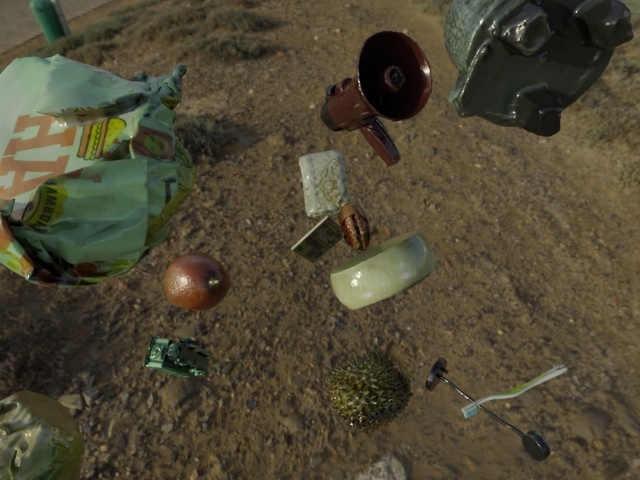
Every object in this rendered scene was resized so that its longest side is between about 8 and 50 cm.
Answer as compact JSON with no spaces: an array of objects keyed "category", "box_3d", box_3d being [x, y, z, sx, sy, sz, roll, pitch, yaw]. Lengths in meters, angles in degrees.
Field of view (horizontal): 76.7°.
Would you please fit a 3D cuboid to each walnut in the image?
[{"category":"walnut","box_3d":[0.130,-0.040,1.493,0.115,0.208,0.116,-14,8,2]}]

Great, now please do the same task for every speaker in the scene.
[{"category":"speaker","box_3d":[0.148,-0.343,1.036,0.258,0.329,0.199,21,82,-15]}]

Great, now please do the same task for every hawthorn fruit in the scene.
[{"category":"hawthorn fruit","box_3d":[-0.364,0.129,1.249,0.199,0.200,0.251,-36,20,-34]}]

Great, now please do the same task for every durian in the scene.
[{"category":"durian","box_3d":[0.160,0.488,1.302,0.292,0.258,0.258,20,18,-47]}]

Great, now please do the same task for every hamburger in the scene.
[{"category":"hamburger","box_3d":[-0.199,-0.072,0.355,0.213,0.125,0.235,17,54,19]}]

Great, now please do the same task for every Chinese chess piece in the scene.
[{"category":"Chinese chess piece","box_3d":[0.145,0.068,0.950,0.250,0.250,0.101,-26,89,-26]}]

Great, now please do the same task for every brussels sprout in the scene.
[{"category":"brussels sprout","box_3d":[-0.673,0.497,0.821,0.275,0.315,0.371,38,72,25]}]

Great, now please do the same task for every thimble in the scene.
[{"category":"thimble","box_3d":[0.016,-0.237,1.774,0.194,0.292,0.292,-8,40,0]}]

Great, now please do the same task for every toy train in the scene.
[{"category":"toy train","box_3d":[-0.491,0.414,1.439,0.154,0.269,0.115,2,64,12]}]

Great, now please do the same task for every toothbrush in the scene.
[{"category":"toothbrush","box_3d":[0.429,0.327,0.891,0.262,0.026,0.022,-22,5,-6]}]

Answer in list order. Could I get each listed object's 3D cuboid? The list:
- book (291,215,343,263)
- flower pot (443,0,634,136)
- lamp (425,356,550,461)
[{"category":"book","box_3d":[0.000,0.000,1.575,0.192,0.168,0.013,-43,53,8]},{"category":"flower pot","box_3d":[0.376,-0.358,0.770,0.298,0.299,0.283,-5,43,-3]},{"category":"lamp","box_3d":[0.435,0.482,1.133,0.108,0.130,0.371,-16,36,-25]}]
